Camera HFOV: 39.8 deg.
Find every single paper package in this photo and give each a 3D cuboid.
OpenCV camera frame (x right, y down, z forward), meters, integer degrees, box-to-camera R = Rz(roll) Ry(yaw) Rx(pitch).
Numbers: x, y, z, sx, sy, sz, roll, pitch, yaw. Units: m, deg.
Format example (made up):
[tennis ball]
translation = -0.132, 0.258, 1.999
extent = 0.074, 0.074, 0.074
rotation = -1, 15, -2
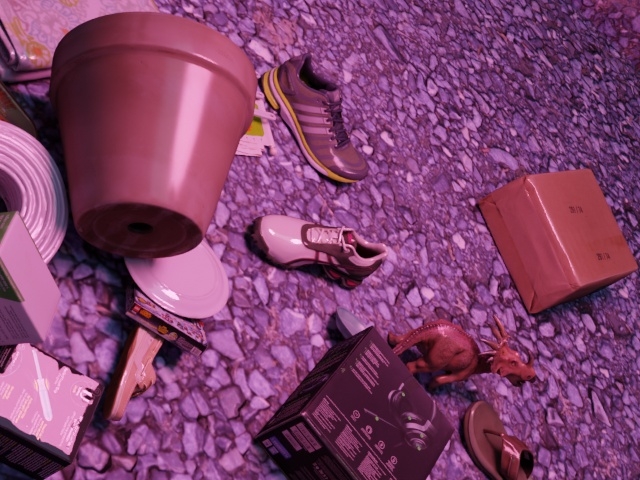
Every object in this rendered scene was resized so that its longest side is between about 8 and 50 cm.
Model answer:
[paper package]
translation = 0.589, -0.006, 2.183
extent = 0.324, 0.168, 0.310
rotation = -10, 74, -47

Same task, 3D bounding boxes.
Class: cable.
[cable]
translation = -0.479, -0.054, 1.229
extent = 0.257, 0.089, 0.257
rotation = 15, 64, -38

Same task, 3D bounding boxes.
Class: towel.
[towel]
translation = -0.460, -0.436, 1.521
extent = 0.374, 0.090, 0.321
rotation = -25, 86, -48

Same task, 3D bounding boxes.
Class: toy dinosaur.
[toy dinosaur]
translation = 0.258, 0.205, 1.705
extent = 0.295, 0.200, 0.127
rotation = 21, 52, -33

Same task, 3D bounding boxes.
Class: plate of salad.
[plate of salad]
translation = -0.238, 0.048, 1.440
extent = 0.199, 0.048, 0.200
rotation = 30, 36, -24

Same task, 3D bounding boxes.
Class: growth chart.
[growth chart]
translation = -0.182, -0.232, 1.702
extent = 0.237, 0.021, 0.172
rotation = -5, 68, -46

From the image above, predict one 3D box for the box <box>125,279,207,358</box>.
[box]
translation = -0.241, 0.121, 1.378
extent = 0.137, 0.027, 0.094
rotation = 36, 9, -22

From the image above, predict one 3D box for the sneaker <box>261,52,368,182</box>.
[sneaker]
translation = 0.005, -0.249, 1.814
extent = 0.300, 0.121, 0.111
rotation = 52, 42, -5

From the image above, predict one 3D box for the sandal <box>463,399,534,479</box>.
[sandal]
translation = 0.388, 0.448, 1.760
extent = 0.120, 0.086, 0.303
rotation = -28, 85, -49

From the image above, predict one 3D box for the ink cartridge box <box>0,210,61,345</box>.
[ink cartridge box]
translation = -0.450, 0.054, 1.085
extent = 0.087, 0.208, 0.153
rotation = -86, 168, -48

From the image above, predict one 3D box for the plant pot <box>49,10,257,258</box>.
[plant pot]
translation = -0.260, -0.136, 1.349
extent = 0.323, 0.323, 0.280
rotation = 19, 57, -35

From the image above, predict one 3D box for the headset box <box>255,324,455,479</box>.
[headset box]
translation = 0.071, 0.320, 1.505
extent = 0.246, 0.131, 0.283
rotation = 51, 41, -5

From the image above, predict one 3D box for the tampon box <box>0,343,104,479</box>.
[tampon box]
translation = -0.390, 0.216, 1.153
extent = 0.161, 0.101, 0.120
rotation = 36, 45, -22

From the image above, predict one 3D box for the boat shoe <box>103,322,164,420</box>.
[boat shoe]
translation = -0.271, 0.197, 1.310
extent = 0.059, 0.063, 0.170
rotation = 30, 46, -19

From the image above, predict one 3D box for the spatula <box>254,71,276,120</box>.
[spatula]
translation = -0.199, -0.312, 1.716
extent = 0.242, 0.019, 0.168
rotation = 9, 47, -37

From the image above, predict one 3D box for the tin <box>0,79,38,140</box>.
[tin]
translation = -0.514, -0.197, 1.351
extent = 0.190, 0.040, 0.106
rotation = 53, 45, -4

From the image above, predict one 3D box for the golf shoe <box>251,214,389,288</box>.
[golf shoe]
translation = 0.000, 0.000, 1.654
extent = 0.272, 0.120, 0.105
rotation = 19, 55, -33

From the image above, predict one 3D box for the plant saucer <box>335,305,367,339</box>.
[plant saucer]
translation = 0.066, 0.174, 1.648
extent = 0.119, 0.021, 0.119
rotation = 43, 13, -12
